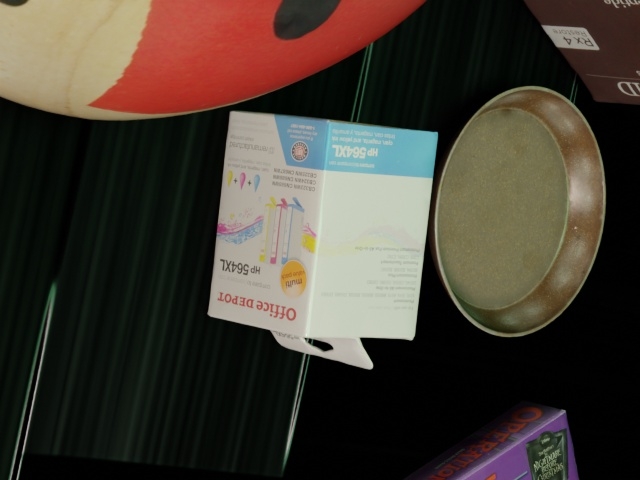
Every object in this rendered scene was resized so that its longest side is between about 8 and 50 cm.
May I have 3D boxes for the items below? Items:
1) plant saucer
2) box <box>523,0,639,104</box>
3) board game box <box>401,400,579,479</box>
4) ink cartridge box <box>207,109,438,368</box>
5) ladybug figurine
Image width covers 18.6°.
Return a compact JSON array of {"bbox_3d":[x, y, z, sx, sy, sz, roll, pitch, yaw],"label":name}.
[{"bbox_3d":[0.127,-0.021,1.308,0.168,0.029,0.168,-9,104,-41],"label":"plant saucer"},{"bbox_3d":[0.233,-0.212,1.277,0.203,0.168,0.167,48,64,-35],"label":"box"},{"bbox_3d":[0.053,0.271,1.278,0.347,0.056,0.208,-28,111,-36],"label":"board game box"},{"bbox_3d":[0.000,0.000,1.151,0.090,0.092,0.143,4,94,-42],"label":"ink cartridge box"},{"bbox_3d":[-0.037,-0.221,1.034,0.449,0.162,0.305,-26,113,-37],"label":"ladybug figurine"}]
